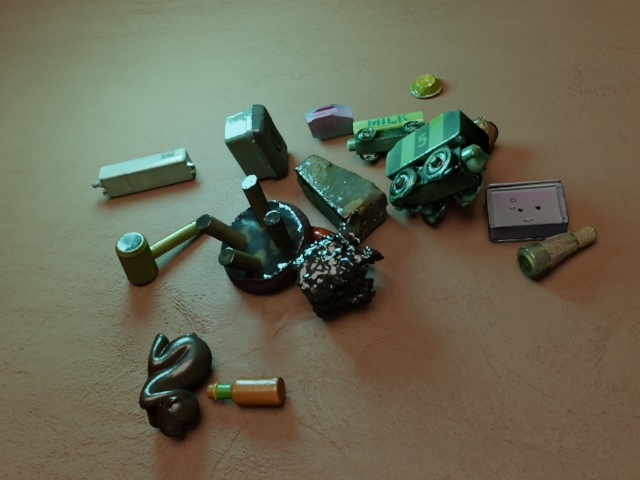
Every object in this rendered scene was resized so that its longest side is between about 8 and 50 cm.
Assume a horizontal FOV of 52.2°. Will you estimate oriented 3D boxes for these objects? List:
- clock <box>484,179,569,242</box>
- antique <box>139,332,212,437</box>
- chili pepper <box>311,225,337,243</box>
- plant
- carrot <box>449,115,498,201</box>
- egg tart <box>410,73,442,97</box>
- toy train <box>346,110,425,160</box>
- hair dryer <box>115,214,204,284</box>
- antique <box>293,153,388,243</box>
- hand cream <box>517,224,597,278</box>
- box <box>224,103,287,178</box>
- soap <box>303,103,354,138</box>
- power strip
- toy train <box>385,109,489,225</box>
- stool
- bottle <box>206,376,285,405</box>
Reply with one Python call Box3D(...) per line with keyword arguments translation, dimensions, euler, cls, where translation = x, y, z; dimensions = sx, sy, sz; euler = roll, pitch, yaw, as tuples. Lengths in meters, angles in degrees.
Box3D(translation=(0.521, -0.076, 1.663), dimensions=(0.194, 0.073, 0.144), euler=(-3, 53, 13), cls="clock")
Box3D(translation=(-0.341, 0.341, 1.563), dimensions=(0.144, 0.121, 0.256), euler=(0, 47, 4), cls="antique")
Box3D(translation=(0.000, 0.000, 1.760), dimensions=(0.272, 0.063, 0.071), euler=(19, 49, 30), cls="chili pepper")
Box3D(translation=(0.049, 0.073, 1.616), dimensions=(0.234, 0.178, 0.204), euler=(-28, 50, -5), cls="plant")
Box3D(translation=(0.408, -0.213, 1.797), dimensions=(0.102, 0.102, 0.263), euler=(17, 67, 26), cls="carrot")
Box3D(translation=(0.331, -0.489, 2.047), dimensions=(0.105, 0.039, 0.105), euler=(-7, 55, 10), cls="egg tart")
Box3D(translation=(0.202, -0.317, 1.922), dimensions=(0.254, 0.105, 0.157), euler=(-9, 39, 7), cls="toy train")
Box3D(translation=(-0.437, 0.000, 1.844), dimensions=(0.279, 0.134, 0.090), euler=(-33, 53, -23), cls="hair dryer")
Box3D(translation=(0.039, -0.129, 1.802), dimensions=(0.150, 0.125, 0.284), euler=(-40, 54, -17), cls="antique")
Box3D(translation=(0.580, 0.017, 1.579), dimensions=(0.203, 0.084, 0.084), euler=(-24, 51, -10), cls="hand cream")
Box3D(translation=(-0.188, -0.283, 1.930), dimensions=(0.129, 0.210, 0.147), euler=(-14, 50, 14), cls="box")
Box3D(translation=(0.027, -0.363, 1.996), dimensions=(0.149, 0.100, 0.056), euler=(-12, 52, 6), cls="soap")
Box3D(translation=(-0.551, -0.207, 2.039), dimensions=(0.339, 0.098, 0.058), euler=(-12, 51, 6), cls="power strip")
Box3D(translation=(0.305, -0.189, 1.706), dimensions=(0.299, 0.167, 0.238), euler=(-27, 42, 41), cls="toy train")
Box3D(translation=(-0.174, -0.015, 1.713), dimensions=(0.272, 0.178, 0.271), euler=(-13, 58, 21), cls="stool")
Box3D(translation=(-0.178, 0.354, 1.536), dimensions=(0.187, 0.069, 0.069), euler=(-3, 53, 15), cls="bottle")
